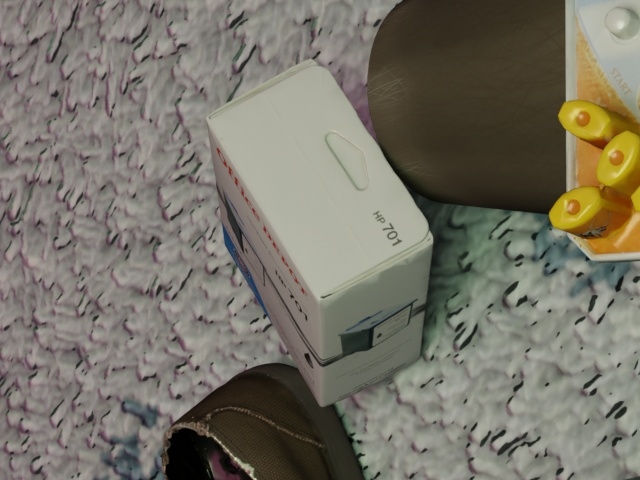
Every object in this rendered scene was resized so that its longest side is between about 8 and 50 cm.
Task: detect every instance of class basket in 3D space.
[{"bbox_3d":[0.150,-0.094,1.047,0.227,0.154,0.204,-5,86,45],"label":"basket"}]

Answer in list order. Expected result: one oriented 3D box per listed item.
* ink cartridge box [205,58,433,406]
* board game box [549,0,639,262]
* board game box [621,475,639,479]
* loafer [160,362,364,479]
[{"bbox_3d":[0.000,0.000,1.160,0.140,0.082,0.191,58,170,21],"label":"ink cartridge box"},{"bbox_3d":[0.281,-0.195,0.832,0.390,0.050,0.390,-4,82,31],"label":"board game box"},{"bbox_3d":[0.238,0.187,0.942,0.303,0.224,0.097,0,93,41],"label":"board game box"},{"bbox_3d":[-0.010,0.257,1.224,0.134,0.130,0.366,-43,67,35],"label":"loafer"}]
